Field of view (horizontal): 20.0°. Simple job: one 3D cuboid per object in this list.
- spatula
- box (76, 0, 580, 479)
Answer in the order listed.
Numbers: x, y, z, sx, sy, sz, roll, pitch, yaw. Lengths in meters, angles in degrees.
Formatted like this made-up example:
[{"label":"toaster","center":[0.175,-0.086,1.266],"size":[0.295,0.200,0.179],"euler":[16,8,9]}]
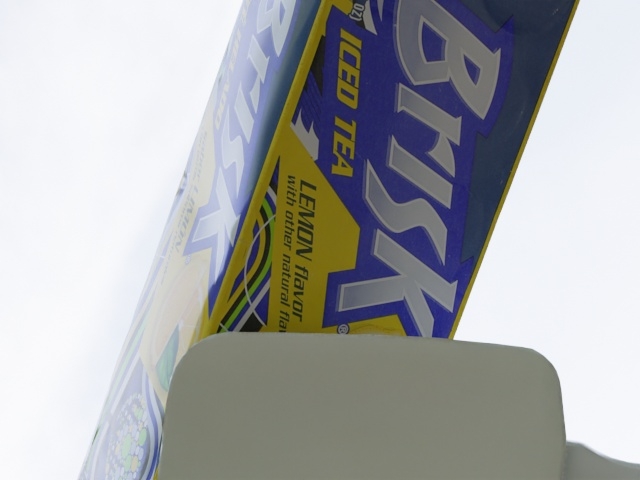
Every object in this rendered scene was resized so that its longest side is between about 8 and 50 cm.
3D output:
[{"label":"spatula","center":[0.080,0.110,0.361],"size":[0.242,0.019,0.168],"euler":[6,-92,10]},{"label":"box","center":[0.000,0.000,0.408],"size":[0.059,0.054,0.169],"euler":[16,-81,-23]}]
